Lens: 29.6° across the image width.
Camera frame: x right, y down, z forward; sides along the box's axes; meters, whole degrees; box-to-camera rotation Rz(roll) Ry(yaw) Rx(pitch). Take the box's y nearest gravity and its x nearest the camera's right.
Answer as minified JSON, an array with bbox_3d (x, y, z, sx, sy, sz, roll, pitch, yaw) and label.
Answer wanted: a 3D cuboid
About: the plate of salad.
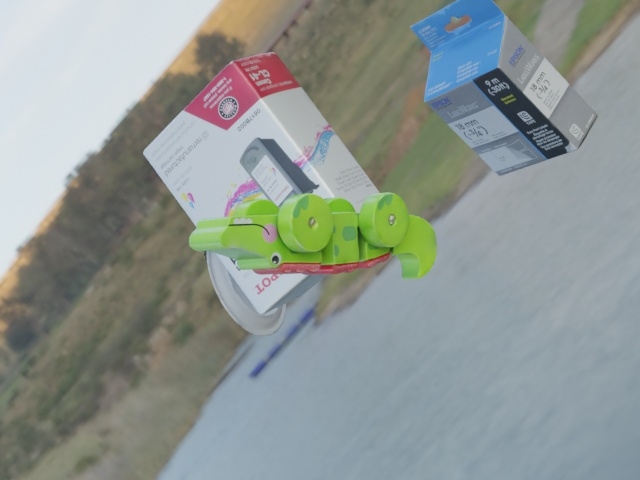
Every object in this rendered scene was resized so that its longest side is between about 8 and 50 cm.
[{"bbox_3d":[-0.123,0.061,1.935,0.048,0.200,0.200,-23,15,29],"label":"plate of salad"}]

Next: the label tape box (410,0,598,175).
[{"bbox_3d":[0.320,-0.288,2.288,0.106,0.333,0.240,-55,18,-26],"label":"label tape box"}]

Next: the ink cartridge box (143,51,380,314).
[{"bbox_3d":[-0.077,-0.083,1.759,0.226,0.306,0.131,-41,-10,29],"label":"ink cartridge box"}]

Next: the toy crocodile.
[{"bbox_3d":[0.000,0.000,1.408,0.115,0.105,0.340,-4,-1,45],"label":"toy crocodile"}]
